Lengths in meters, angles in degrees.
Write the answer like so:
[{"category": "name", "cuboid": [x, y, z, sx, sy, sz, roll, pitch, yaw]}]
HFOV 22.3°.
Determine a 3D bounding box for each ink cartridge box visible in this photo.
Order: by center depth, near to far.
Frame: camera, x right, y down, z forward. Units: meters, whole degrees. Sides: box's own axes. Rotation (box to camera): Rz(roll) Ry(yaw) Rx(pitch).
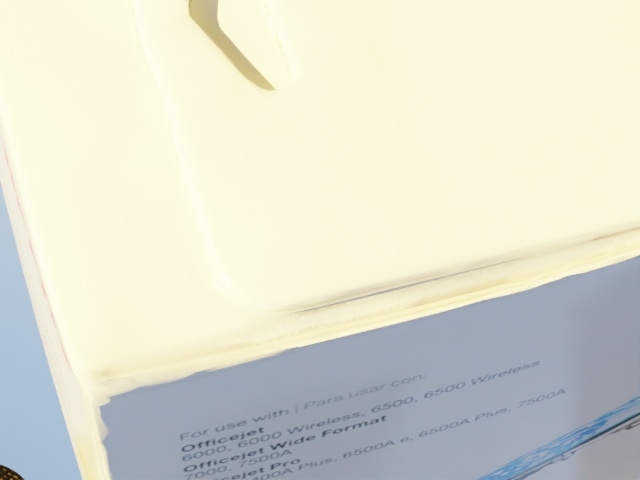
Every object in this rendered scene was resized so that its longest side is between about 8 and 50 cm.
[{"category": "ink cartridge box", "cuboid": [0.000, 0.000, 0.472, 0.232, 0.168, 0.171, 94, 158, -60]}]

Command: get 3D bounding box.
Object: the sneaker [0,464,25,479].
[{"category": "sneaker", "cuboid": [-0.253, 0.206, 1.054, 0.066, 0.071, 0.188, 30, -161, 16]}]
